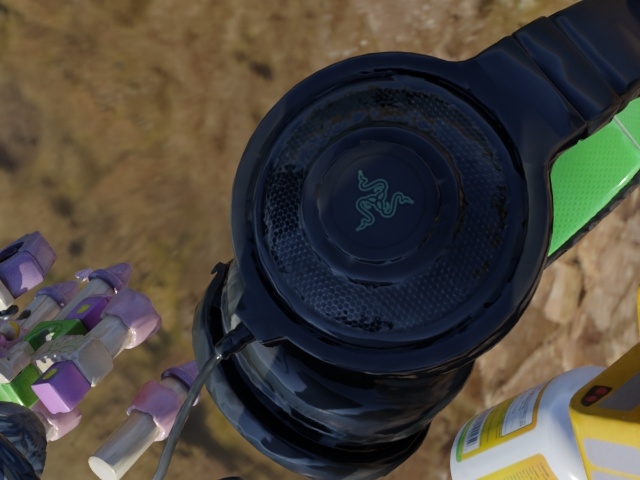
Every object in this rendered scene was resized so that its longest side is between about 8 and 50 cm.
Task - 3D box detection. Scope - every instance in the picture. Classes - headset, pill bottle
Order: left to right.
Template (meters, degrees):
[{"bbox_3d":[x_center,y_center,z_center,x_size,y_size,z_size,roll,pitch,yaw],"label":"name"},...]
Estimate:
[{"bbox_3d":[0.000,0.000,0.719,0.394,0.243,0.185,-33,74,-24],"label":"headset"},{"bbox_3d":[0.249,0.204,1.600,0.136,0.136,0.245,53,144,-1],"label":"pill bottle"}]

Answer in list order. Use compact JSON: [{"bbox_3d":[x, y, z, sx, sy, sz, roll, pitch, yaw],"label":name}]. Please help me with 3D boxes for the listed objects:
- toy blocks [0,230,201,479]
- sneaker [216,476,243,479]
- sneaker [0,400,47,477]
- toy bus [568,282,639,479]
[{"bbox_3d":[-0.300,0.092,1.897,0.288,0.260,0.309,-6,122,47],"label":"toy blocks"},{"bbox_3d":[-0.068,0.177,0.653,0.256,0.094,0.151,-30,130,33],"label":"sneaker"},{"bbox_3d":[-0.307,0.148,1.078,0.283,0.122,0.110,-19,119,17],"label":"sneaker"},{"bbox_3d":[0.228,0.158,0.858,0.130,0.108,0.333,5,120,50],"label":"toy bus"}]
